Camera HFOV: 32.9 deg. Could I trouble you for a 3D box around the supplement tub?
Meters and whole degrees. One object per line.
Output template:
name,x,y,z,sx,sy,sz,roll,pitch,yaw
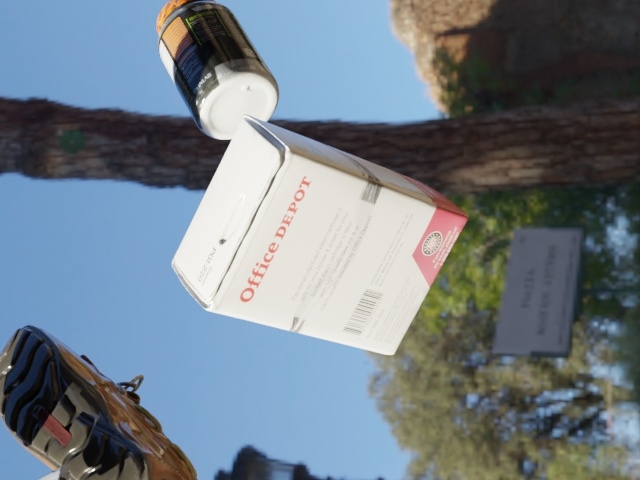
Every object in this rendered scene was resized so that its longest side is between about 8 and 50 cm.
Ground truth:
supplement tub,-0.140,-0.232,1.412,0.190,0.117,0.117,61,-173,34

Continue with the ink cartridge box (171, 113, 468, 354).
ink cartridge box,0.000,0.000,0.975,0.218,0.092,0.158,17,-74,-38

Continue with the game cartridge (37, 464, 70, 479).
game cartridge,-0.308,0.298,1.214,0.017,0.056,0.083,32,-138,-29

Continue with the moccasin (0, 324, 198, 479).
moccasin,-0.286,0.227,1.376,0.147,0.380,0.139,29,-93,-52
